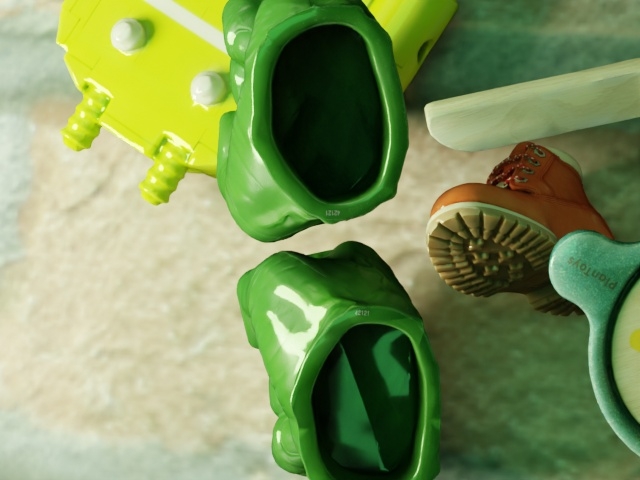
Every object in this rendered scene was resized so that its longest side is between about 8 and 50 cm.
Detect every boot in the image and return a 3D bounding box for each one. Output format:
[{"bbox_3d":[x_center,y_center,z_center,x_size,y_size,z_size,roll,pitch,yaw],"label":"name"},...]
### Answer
[{"bbox_3d":[0.098,-0.015,1.019,0.059,0.158,0.084,-25,66,28],"label":"boot"}]

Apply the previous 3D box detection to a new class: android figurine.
[{"bbox_3d":[-0.046,-0.150,1.147,0.248,0.056,0.273,36,91,22],"label":"android figurine"}]

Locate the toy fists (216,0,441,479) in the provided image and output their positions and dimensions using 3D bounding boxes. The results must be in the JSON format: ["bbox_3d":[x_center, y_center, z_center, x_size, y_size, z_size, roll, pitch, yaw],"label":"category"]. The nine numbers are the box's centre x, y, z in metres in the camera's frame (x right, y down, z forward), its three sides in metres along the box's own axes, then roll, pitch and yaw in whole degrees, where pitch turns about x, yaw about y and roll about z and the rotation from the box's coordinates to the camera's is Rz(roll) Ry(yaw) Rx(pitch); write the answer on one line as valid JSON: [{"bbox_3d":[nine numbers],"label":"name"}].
[{"bbox_3d":[0.000,0.000,1.025,0.096,0.142,0.279,-9,101,-2],"label":"toy fists"}]

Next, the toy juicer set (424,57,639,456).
[{"bbox_3d":[0.220,0.026,0.923,0.209,0.089,0.329,-32,104,7],"label":"toy juicer set"}]
